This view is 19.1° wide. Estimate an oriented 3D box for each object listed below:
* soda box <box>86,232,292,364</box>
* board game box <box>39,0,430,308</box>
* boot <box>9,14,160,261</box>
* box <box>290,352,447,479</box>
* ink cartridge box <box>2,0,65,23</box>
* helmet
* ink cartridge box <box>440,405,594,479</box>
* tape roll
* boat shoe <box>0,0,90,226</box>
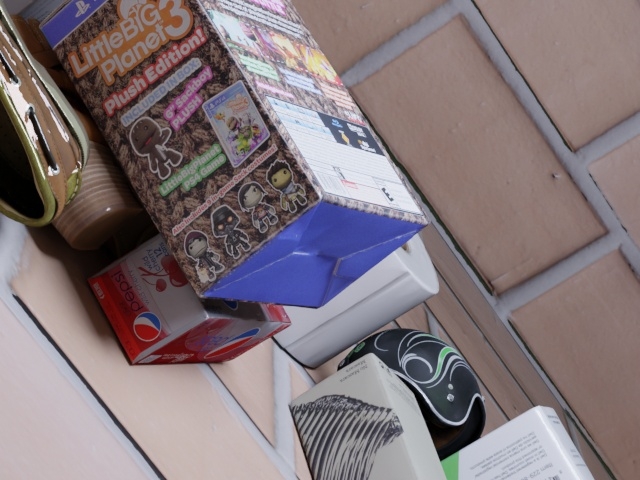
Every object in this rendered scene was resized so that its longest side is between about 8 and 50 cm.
[{"bbox_3d":[-0.115,0.056,1.738,0.092,0.083,0.263,61,11,11],"label":"soda box"},{"bbox_3d":[-0.071,-0.100,1.670,0.291,0.141,0.232,59,19,19],"label":"board game box"},{"bbox_3d":[-0.214,-0.088,1.710,0.220,0.109,0.283,56,18,14],"label":"boot"},{"bbox_3d":[0.064,0.252,1.907,0.094,0.113,0.275,47,14,-40],"label":"box"},{"bbox_3d":[-0.193,-0.300,1.804,0.129,0.223,0.307,60,29,6],"label":"ink cartridge box"},{"bbox_3d":[0.098,0.179,2.119,0.169,0.169,0.161,58,27,2],"label":"helmet"},{"bbox_3d":[0.228,0.356,2.071,0.289,0.211,0.121,61,10,13],"label":"ink cartridge box"},{"bbox_3d":[0.000,0.000,2.163,0.246,0.169,0.246,54,12,-18],"label":"tape roll"},{"bbox_3d":[-0.288,-0.142,1.459,0.307,0.111,0.104,47,22,-20],"label":"boat shoe"}]
